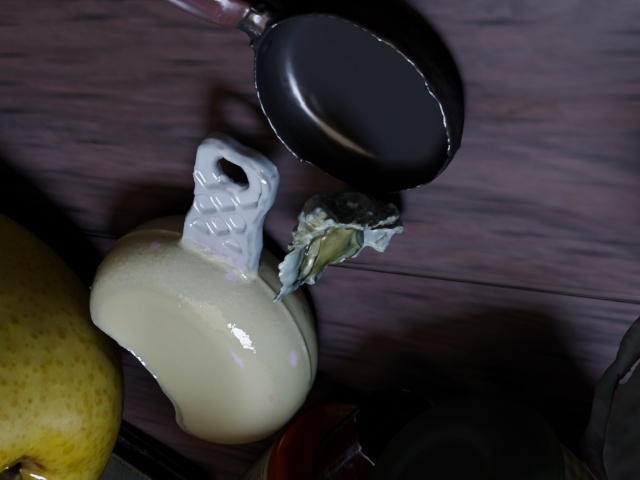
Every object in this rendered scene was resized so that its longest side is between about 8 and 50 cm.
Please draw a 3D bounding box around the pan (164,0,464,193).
[{"bbox_3d":[-0.021,-0.099,0.631,0.212,0.040,0.115,34,145,-7],"label":"pan"}]

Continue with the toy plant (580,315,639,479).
[{"bbox_3d":[0.266,0.177,0.548,0.247,0.247,0.332,4,134,37],"label":"toy plant"}]

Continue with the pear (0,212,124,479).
[{"bbox_3d":[-0.299,0.107,0.874,0.314,0.314,0.314,22,141,20],"label":"pear"}]

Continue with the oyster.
[{"bbox_3d":[0.000,0.000,0.691,0.100,0.098,0.037,-39,77,39],"label":"oyster"}]

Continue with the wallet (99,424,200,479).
[{"bbox_3d":[-0.186,0.261,1.156,0.169,0.044,0.317,31,142,15],"label":"wallet"}]

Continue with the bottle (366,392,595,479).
[{"bbox_3d":[0.154,0.201,0.723,0.271,0.143,0.156,41,154,-29],"label":"bottle"}]

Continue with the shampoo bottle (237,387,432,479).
[{"bbox_3d":[0.001,0.177,0.858,0.104,0.104,0.278,37,144,0],"label":"shampoo bottle"}]

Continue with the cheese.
[{"bbox_3d":[-0.052,0.039,0.783,0.163,0.071,0.249,42,143,-6],"label":"cheese"}]
